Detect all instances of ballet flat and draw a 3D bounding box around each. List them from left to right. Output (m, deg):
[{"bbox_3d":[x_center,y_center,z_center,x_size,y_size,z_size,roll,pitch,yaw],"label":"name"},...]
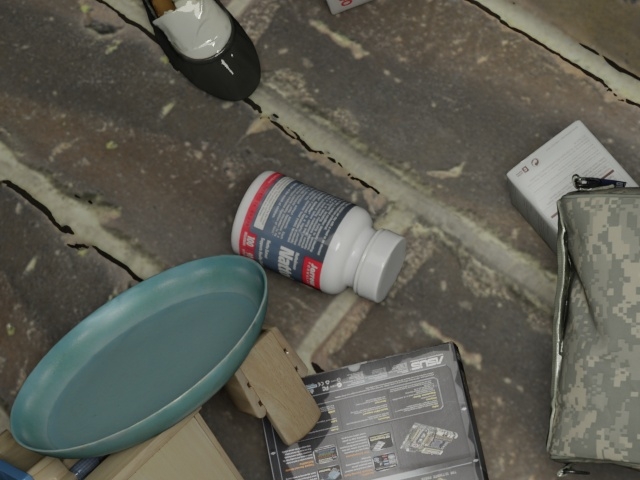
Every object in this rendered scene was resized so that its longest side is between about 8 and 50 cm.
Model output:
[{"bbox_3d":[-0.173,-0.286,1.962,0.095,0.096,0.280,-37,71,-1],"label":"ballet flat"}]

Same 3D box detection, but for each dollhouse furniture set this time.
[{"bbox_3d":[-0.178,0.240,1.812,0.286,0.198,0.303,-42,27,-24],"label":"dollhouse furniture set"}]

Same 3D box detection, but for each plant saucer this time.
[{"bbox_3d":[-0.186,0.129,1.738,0.317,0.317,0.044,-31,113,1],"label":"plant saucer"}]

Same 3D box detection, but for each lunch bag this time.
[{"bbox_3d":[0.355,0.090,1.612,0.256,0.212,0.305,4,87,7],"label":"lunch bag"}]

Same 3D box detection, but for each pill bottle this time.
[{"bbox_3d":[0.000,0.000,1.842,0.180,0.108,0.108,23,80,16],"label":"pill bottle"}]

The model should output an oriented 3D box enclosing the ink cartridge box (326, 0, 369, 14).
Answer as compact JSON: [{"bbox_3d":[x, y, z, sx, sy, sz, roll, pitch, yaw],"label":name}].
[{"bbox_3d":[0.093,-0.373,1.894,0.237,0.172,0.100,-20,72,5],"label":"ink cartridge box"}]

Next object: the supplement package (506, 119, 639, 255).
[{"bbox_3d":[0.302,-0.023,1.792,0.105,0.105,0.179,-37,72,-3],"label":"supplement package"}]

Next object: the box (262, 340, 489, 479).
[{"bbox_3d":[0.059,0.227,1.794,0.231,0.056,0.183,-15,74,7],"label":"box"}]
